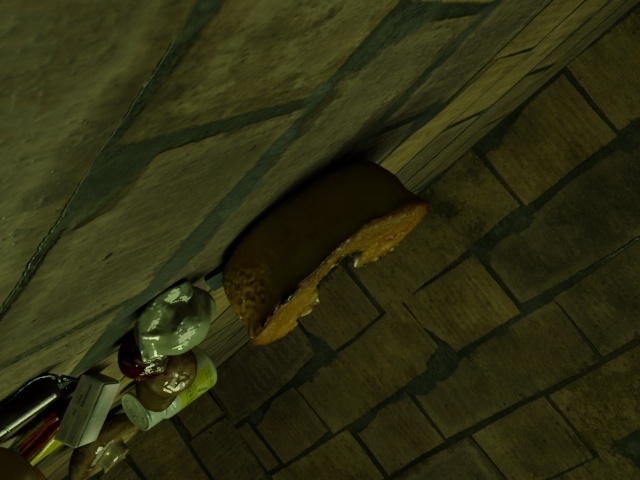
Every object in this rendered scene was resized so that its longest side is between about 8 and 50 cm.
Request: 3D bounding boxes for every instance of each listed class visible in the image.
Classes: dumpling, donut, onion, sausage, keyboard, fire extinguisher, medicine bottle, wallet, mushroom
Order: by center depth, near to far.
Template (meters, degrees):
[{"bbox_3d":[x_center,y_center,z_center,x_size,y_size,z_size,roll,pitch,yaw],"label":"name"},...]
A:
[{"bbox_3d":[-0.458,0.251,1.105,0.157,0.045,0.078,-35,151,-17],"label":"fire extinguisher"},{"bbox_3d":[-0.251,0.127,1.244,0.169,0.100,0.134,-16,126,-25],"label":"dumpling"},{"bbox_3d":[-0.329,0.211,1.337,0.107,0.097,0.107,-19,130,-24],"label":"onion"},{"bbox_3d":[0.000,0.000,1.338,0.435,0.163,0.378,-37,168,-13],"label":"donut"},{"bbox_3d":[-0.200,0.075,1.425,0.055,0.014,0.176,-37,174,-8],"label":"keyboard"},{"bbox_3d":[-0.550,0.387,1.509,0.141,0.067,0.241,-43,178,3],"label":"wallet"},{"bbox_3d":[-0.375,0.323,1.698,0.123,0.136,0.501,-11,166,-21],"label":"sausage"},{"bbox_3d":[-0.432,0.421,2.047,0.258,0.143,0.143,-31,171,-42],"label":"medicine bottle"},{"bbox_3d":[-0.676,0.640,2.244,0.278,0.146,0.278,-48,172,-9],"label":"mushroom"}]

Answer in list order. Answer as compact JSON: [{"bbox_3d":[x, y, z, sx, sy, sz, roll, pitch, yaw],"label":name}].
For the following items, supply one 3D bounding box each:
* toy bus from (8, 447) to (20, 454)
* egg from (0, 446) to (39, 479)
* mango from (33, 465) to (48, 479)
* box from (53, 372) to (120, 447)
[{"bbox_3d":[-0.665,0.507,1.362,0.234,0.116,0.133,-39,164,22],"label":"toy bus"},{"bbox_3d":[-0.557,0.433,1.148,0.201,0.201,0.244,-39,-174,13],"label":"egg"},{"bbox_3d":[-0.645,0.598,1.556,0.187,0.257,0.138,-40,174,17],"label":"mango"},{"bbox_3d":[-0.453,0.331,1.397,0.129,0.051,0.130,104,8,-80],"label":"box"}]
